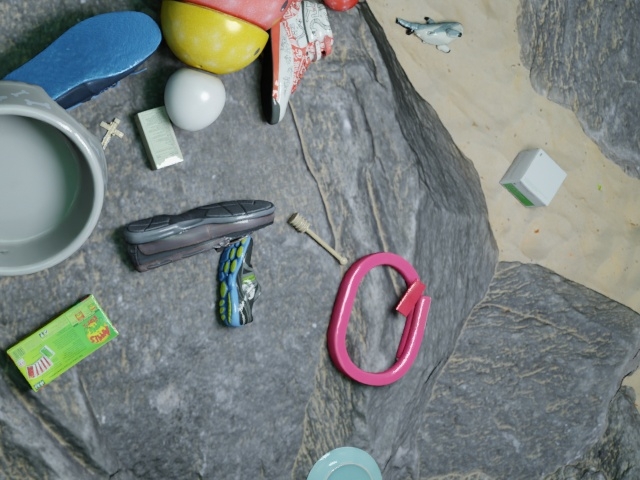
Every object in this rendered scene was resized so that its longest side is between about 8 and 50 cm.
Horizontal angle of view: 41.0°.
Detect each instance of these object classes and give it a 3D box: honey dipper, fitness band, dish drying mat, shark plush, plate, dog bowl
[{"bbox_3d":[0.000,0.000,1.823,0.160,0.030,0.030,40,74,-20],"label":"honey dipper"},{"bbox_3d":[0.126,0.169,1.866,0.209,0.054,0.291,19,80,-20],"label":"fitness band"},{"bbox_3d":[0.196,0.124,1.862,0.032,0.008,0.083,39,76,-15],"label":"dish drying mat"},{"bbox_3d":[0.248,-0.478,1.951,0.161,0.073,0.067,3,67,-4],"label":"shark plush"},{"bbox_3d":[0.055,0.538,1.836,0.188,0.024,0.188,1,87,-25],"label":"plate"},{"bbox_3d":[-0.536,-0.095,1.479,0.348,0.102,0.349,-9,114,-20],"label":"dog bowl"}]

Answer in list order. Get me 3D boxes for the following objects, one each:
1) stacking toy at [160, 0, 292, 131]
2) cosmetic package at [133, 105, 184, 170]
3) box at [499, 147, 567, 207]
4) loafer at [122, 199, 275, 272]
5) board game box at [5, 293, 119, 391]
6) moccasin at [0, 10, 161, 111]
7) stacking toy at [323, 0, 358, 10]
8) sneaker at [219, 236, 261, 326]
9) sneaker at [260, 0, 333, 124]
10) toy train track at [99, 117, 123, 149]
[{"bbox_3d":[-0.193,-0.443,1.640,0.350,0.350,0.480,13,100,-23],"label":"stacking toy"},{"bbox_3d":[-0.317,-0.200,1.680,0.060,0.041,0.115,-20,97,-24],"label":"cosmetic package"},{"bbox_3d":[0.502,-0.146,2.019,0.101,0.087,0.102,40,73,-18],"label":"box"},{"bbox_3d":[-0.234,-0.012,1.693,0.302,0.109,0.095,-12,113,-18],"label":"loafer"},{"bbox_3d":[-0.480,0.188,1.596,0.181,0.043,0.092,-36,103,-20],"label":"board game box"},{"bbox_3d":[-0.458,-0.319,1.586,0.342,0.117,0.138,-29,89,-17],"label":"moccasin"},{"bbox_3d":[0.144,-0.594,1.855,0.330,0.141,0.141,-35,102,-16],"label":"stacking toy"},{"bbox_3d":[-0.160,0.081,1.739,0.078,0.067,0.188,7,83,-45],"label":"sneaker"},{"bbox_3d":[-0.045,-0.372,1.780,0.145,0.090,0.270,1,86,-22],"label":"sneaker"},{"bbox_3d":[-0.410,-0.200,1.654,0.048,0.014,0.083,30,77,-20],"label":"toy train track"}]
